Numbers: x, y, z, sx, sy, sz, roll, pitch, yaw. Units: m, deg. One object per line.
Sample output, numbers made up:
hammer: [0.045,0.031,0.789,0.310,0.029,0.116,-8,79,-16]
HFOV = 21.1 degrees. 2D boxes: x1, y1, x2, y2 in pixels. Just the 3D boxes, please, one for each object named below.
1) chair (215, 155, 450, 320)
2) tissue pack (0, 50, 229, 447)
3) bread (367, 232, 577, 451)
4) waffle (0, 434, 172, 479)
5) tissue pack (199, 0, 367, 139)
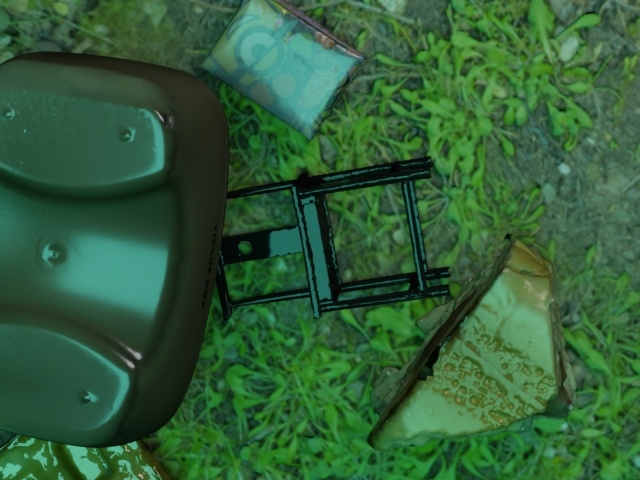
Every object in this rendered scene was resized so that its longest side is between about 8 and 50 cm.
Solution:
chair: [0.000,0.000,1.837,0.260,0.141,0.154,-9,97,5]
tissue pack: [-0.236,0.005,1.757,0.267,0.277,0.387,9,95,6]
bread: [0.157,0.099,1.808,0.224,0.183,0.211,-3,97,5]
waffle: [-0.302,0.360,1.917,0.348,0.077,0.304,-38,91,-6]
tissue pack: [-0.040,-0.193,1.849,0.148,0.060,0.109,35,102,1]
